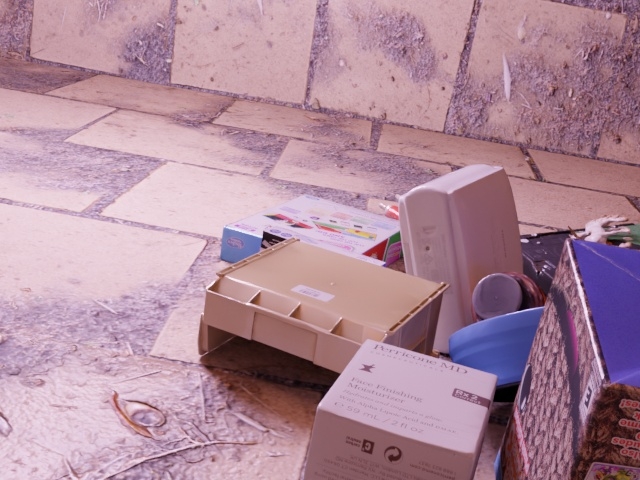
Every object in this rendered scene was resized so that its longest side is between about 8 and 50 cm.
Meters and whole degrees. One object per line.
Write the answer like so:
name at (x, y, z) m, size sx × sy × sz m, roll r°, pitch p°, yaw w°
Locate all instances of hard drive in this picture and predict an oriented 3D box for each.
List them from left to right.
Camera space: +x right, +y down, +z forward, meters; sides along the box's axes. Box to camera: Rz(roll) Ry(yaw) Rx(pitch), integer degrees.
hard drive at (0.547, 0.042, 1.686) m, size 0.338 × 0.064 × 0.237 m, roll -7°, pitch 22°, yaw -13°

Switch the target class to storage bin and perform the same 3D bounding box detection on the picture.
storage bin at (0.009, 0.111, 1.210) m, size 0.262 × 0.123 × 0.260 m, roll 17°, pitch 21°, yaw 22°

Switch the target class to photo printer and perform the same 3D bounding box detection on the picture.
photo printer at (0.239, 0.014, 1.415) m, size 0.107 × 0.256 × 0.307 m, roll -5°, pitch 9°, yaw 30°

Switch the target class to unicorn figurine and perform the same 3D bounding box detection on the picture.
unicorn figurine at (0.529, -0.011, 1.674) m, size 0.111 × 0.060 × 0.162 m, roll -5°, pitch 5°, yaw 17°

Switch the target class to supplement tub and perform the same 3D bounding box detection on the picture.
supplement tub at (0.279, 0.107, 1.261) m, size 0.106 × 0.106 × 0.198 m, roll 21°, pitch -7°, yaw 32°

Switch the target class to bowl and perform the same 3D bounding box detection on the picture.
bowl at (0.352, 0.139, 1.059) m, size 0.391 × 0.077 × 0.391 m, roll -3°, pitch -16°, yaw -1°

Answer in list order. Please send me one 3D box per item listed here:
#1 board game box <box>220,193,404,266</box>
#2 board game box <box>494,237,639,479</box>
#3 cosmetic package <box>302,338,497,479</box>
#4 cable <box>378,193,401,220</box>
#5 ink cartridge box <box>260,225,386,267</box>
board game box at (0.000, 0.000, 1.626) m, size 0.242 × 0.064 × 0.316 m, roll 17°, pitch 20°, yaw 22°
board game box at (0.262, 0.185, 0.786) m, size 0.141 × 0.291 × 0.232 m, roll 10°, pitch 28°, yaw 2°
cosmetic package at (0.079, 0.214, 0.884) m, size 0.151 × 0.152 × 0.183 m, roll 15°, pitch 19°, yaw 13°
cable at (0.231, -0.020, 1.788) m, size 0.139 × 0.072 × 0.287 m, roll -13°, pitch 28°, yaw -37°
ink cartridge box at (-0.003, 0.053, 1.413) m, size 0.207 × 0.097 × 0.046 m, roll 18°, pitch 20°, yaw 25°
